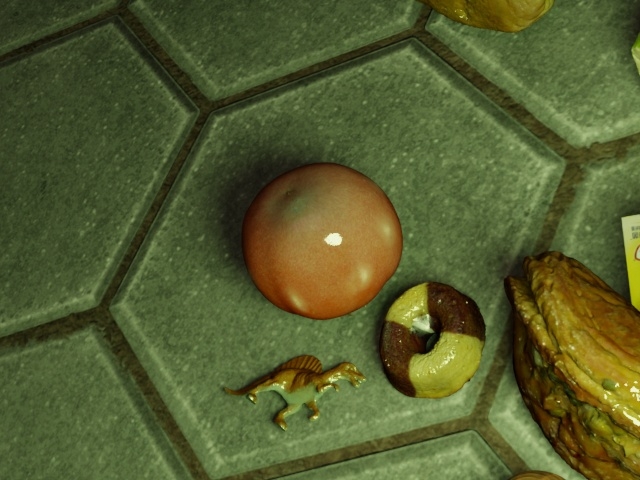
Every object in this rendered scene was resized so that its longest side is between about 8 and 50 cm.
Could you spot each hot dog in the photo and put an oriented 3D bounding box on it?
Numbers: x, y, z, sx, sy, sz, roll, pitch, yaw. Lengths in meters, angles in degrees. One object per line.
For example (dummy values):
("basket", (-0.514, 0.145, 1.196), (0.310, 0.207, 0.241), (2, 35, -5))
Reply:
("hot dog", (0.360, 0.174, 1.429), (0.174, 0.267, 0.387), (-30, 48, -17))

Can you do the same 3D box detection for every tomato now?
("tomato", (0.000, 0.000, 1.774), (0.256, 0.224, 0.255), (-19, 42, 18))

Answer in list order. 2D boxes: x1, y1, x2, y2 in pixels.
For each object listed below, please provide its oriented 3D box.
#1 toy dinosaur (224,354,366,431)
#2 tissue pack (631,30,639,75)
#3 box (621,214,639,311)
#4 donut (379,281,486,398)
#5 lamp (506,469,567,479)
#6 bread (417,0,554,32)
("toy dinosaur", (-0.047, 0.218, 1.758), (0.212, 0.057, 0.142), (25, 62, 37))
("tissue pack", (0.621, -0.343, 1.686), (0.200, 0.167, 0.274), (14, 68, 35))
("box", (0.546, 0.033, 1.484), (0.265, 0.097, 0.168), (-6, 82, 25))
("donut", (0.162, 0.143, 1.680), (0.166, 0.073, 0.184), (10, 66, 31))
("lamp", (0.277, 0.361, 1.429), (0.136, 0.136, 0.136), (-15, 53, 20))
("bread", (0.223, -0.516, 1.921), (0.148, 0.328, 0.337), (-48, 51, -10))
